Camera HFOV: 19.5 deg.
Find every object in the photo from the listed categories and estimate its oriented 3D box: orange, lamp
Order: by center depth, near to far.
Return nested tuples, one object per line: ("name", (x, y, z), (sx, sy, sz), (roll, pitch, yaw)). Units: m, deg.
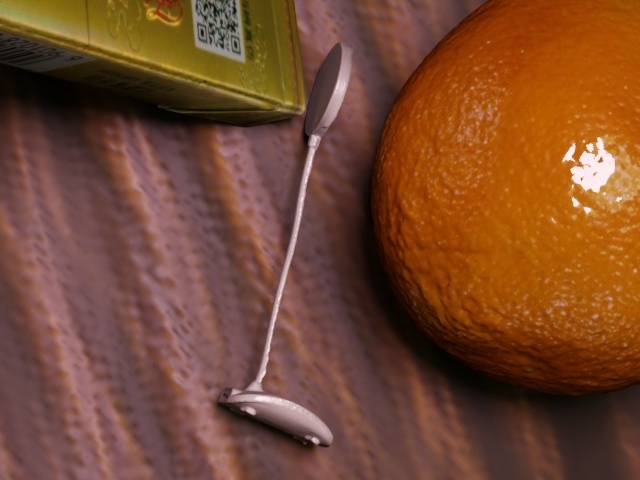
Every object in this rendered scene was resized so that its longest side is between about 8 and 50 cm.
("orange", (0.122, -0.028, 0.888), (0.206, 0.206, 0.206), (3, 80, -17))
("lamp", (0.000, 0.000, 0.918), (0.056, 0.050, 0.198), (16, 78, -11))

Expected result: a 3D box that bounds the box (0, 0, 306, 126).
("box", (-0.101, -0.153, 0.807), (0.043, 0.311, 0.173), (-10, 82, 26))
